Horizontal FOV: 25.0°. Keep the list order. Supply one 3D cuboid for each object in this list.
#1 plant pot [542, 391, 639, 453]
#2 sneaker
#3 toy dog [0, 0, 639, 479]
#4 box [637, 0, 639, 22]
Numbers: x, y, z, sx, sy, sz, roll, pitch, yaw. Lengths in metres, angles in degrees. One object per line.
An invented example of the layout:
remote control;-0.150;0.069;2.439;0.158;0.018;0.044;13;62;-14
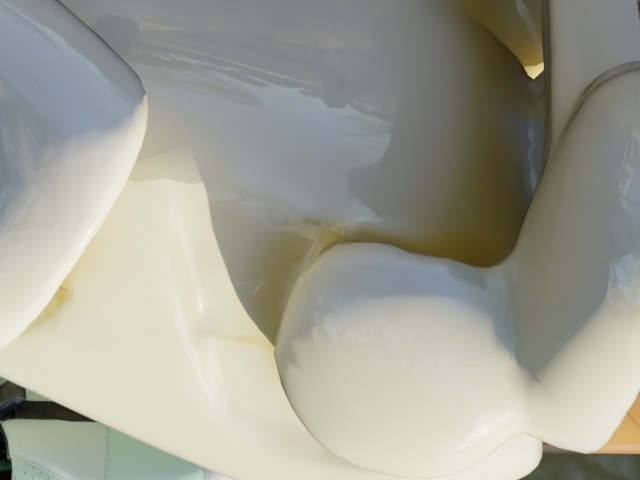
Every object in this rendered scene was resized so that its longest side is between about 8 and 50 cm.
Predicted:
plant pot;0.198;0.030;1.004;0.203;0.291;0.291;-23;130;36
sneaker;-0.166;0.072;0.838;0.151;0.256;0.094;2;115;-32
toy dog;-0.094;-0.041;0.595;0.408;0.284;0.395;6;147;1
box;0.308;-0.184;1.111;0.231;0.183;0.056;-9;146;17
